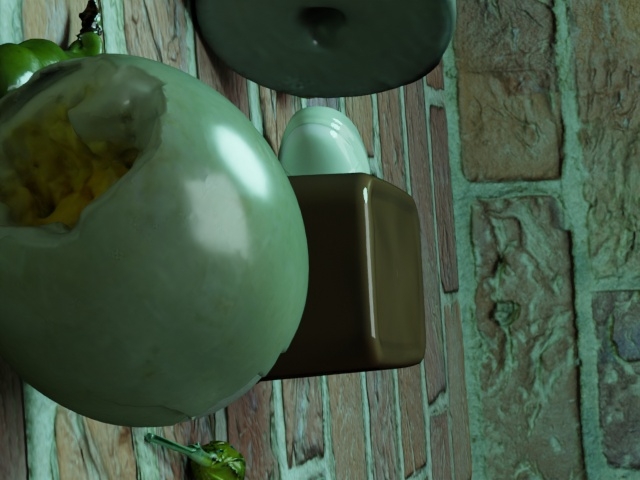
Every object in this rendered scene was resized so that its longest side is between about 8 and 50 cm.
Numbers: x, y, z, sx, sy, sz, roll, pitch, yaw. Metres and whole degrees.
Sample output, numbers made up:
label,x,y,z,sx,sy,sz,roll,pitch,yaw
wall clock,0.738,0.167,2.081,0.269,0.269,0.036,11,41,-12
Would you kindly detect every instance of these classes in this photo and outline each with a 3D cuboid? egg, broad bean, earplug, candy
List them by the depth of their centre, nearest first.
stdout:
label,x,y,z,sx,sy,sz,roll,pitch,yaw
egg,-0.145,0.018,1.450,0.336,0.278,0.278,59,29,-46
broad bean,-0.246,-0.161,1.582,0.318,0.056,0.098,-77,153,-65
candy,-0.140,0.234,1.924,0.194,0.062,0.058,37,53,-61
earplug,0.018,-0.416,2.193,0.312,0.313,0.394,67,23,-54

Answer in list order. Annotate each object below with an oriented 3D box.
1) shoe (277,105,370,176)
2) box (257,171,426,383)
label,x,y,z,sx,sy,sz,roll,pitch,yaw
shoe,0.000,0.000,2.415,0.160,0.132,0.363,-69,156,-50
box,-0.016,0.046,2.097,0.339,0.229,0.239,16,70,-76
